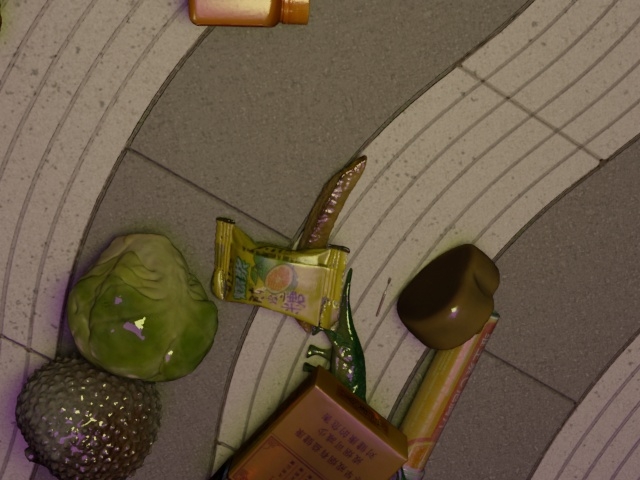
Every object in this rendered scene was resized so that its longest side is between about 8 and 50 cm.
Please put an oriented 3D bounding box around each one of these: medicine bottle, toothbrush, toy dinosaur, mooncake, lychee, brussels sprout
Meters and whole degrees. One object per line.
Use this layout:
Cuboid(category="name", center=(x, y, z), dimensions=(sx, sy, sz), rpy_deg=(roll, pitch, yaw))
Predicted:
Cuboid(category="medicine bottle", center=(-0.133, -0.458, 1.427), dimensions=(0.222, 0.149, 0.112), rpy_deg=(0, 107, -6))
Cuboid(category="toothbrush", center=(0.141, 0.127, 1.697), dimensions=(0.006, 0.008, 0.097), rpy_deg=(19, 105, 4))
Cuboid(category="toy dinosaur", center=(0.106, 0.307, 1.675), dimensions=(0.300, 0.087, 0.447), rpy_deg=(17, 97, 4))
Cuboid(category="mooncake", center=(0.268, 0.128, 1.605), dimensions=(0.117, 0.235, 0.235), rpy_deg=(40, 99, -18))
Cuboid(category="lychee", center=(-0.475, 0.365, 1.567), dimensions=(0.299, 0.300, 0.300), rpy_deg=(-1, 106, -5))
Cuboid(category="medicine bottle", center=(0.270, 0.335, 1.720), dimensions=(0.108, 0.108, 0.426), rpy_deg=(21, 102, -11))
Cuboid(category="brussels sprout", center=(-0.359, 0.138, 1.514), dimensions=(0.273, 0.242, 0.317), rpy_deg=(-24, 85, -30))

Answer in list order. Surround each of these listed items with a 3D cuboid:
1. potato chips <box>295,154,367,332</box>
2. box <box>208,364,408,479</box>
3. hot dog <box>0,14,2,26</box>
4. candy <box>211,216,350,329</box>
Cuboid(category="potato chips", center=(0.000, 0.000, 1.621), dimensions=(0.080, 0.057, 0.407), rpy_deg=(15, 104, -13))
Cuboid(category="box", center=(-0.045, 0.503, 1.630), dimensions=(0.264, 0.116, 0.415), rpy_deg=(39, 104, -6))
Cuboid(category="hot dog", center=(-0.689, -0.492, 1.346), dimensions=(0.223, 0.185, 0.405), rpy_deg=(-8, 107, -2))
Cuboid(category="candy", center=(-0.093, 0.068, 1.590), dimensions=(0.297, 0.081, 0.187), rpy_deg=(12, 102, 17))
